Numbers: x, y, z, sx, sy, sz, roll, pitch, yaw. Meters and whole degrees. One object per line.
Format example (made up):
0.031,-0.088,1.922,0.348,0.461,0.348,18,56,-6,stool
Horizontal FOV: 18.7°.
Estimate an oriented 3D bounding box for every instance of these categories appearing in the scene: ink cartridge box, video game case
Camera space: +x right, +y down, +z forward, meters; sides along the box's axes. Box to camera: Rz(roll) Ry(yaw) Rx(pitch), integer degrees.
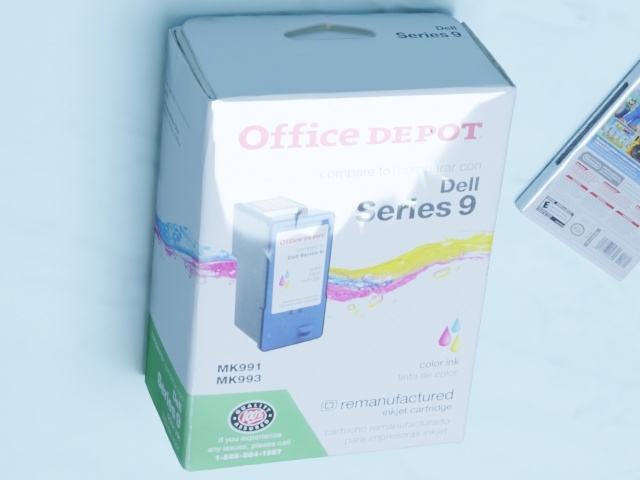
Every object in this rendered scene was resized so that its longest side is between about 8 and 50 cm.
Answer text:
0.000,0.000,0.972,0.154,0.093,0.212,-3,119,-17,ink cartridge box
0.175,-0.043,1.058,0.087,0.011,0.122,32,105,-32,video game case
